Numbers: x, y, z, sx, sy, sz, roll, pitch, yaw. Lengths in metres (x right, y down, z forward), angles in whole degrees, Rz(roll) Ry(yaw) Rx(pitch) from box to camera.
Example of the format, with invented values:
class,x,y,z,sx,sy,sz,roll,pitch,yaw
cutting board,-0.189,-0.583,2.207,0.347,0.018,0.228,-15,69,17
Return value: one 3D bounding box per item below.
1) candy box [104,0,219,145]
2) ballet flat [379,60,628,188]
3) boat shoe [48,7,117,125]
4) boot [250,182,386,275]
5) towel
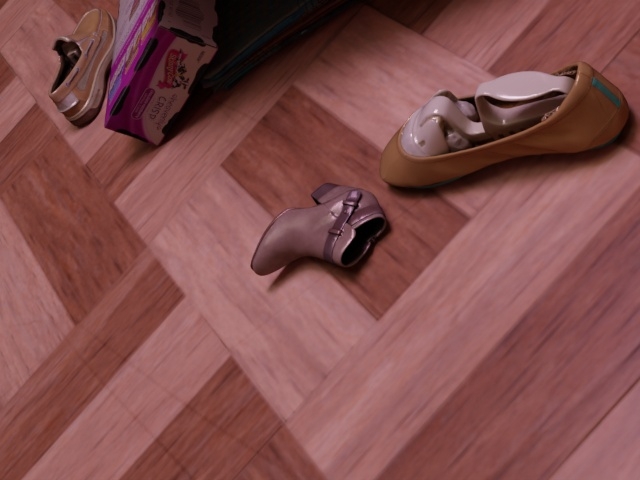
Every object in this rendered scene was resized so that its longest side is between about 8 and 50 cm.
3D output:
class,x,y,z,sx,sy,sz,roll,pitch,yaw
candy box,-0.173,-0.244,1.308,0.159,0.071,0.233,-51,31,41
ballet flat,0.128,-0.098,0.935,0.232,0.073,0.080,-11,51,38
boat shoe,-0.299,-0.233,1.461,0.068,0.072,0.190,-27,43,26
boot,0.000,0.000,1.003,0.118,0.042,0.087,-49,40,0
towel,-0.027,-0.350,1.329,0.271,0.040,0.370,-30,41,23
